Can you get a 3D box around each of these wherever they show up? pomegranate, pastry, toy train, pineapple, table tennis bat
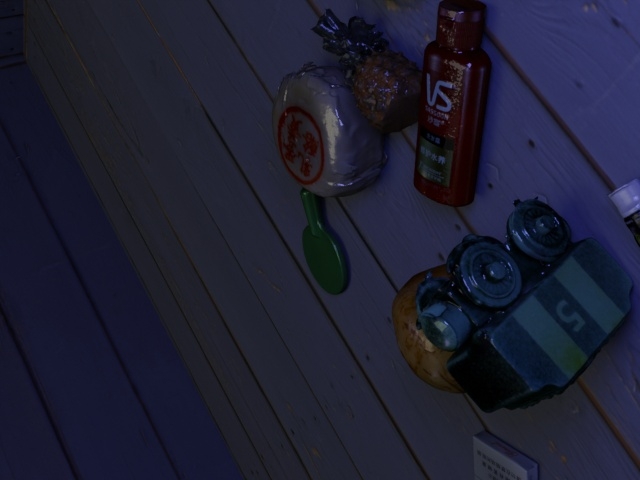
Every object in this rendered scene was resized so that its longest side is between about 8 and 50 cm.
[{"bbox_3d":[0.215,0.126,1.300,0.215,0.215,0.215,37,137,44],"label":"pomegranate"},{"bbox_3d":[0.010,-0.205,1.544,0.264,0.133,0.265,30,128,48],"label":"pastry"},{"bbox_3d":[0.273,0.087,1.130,0.238,0.299,0.167,50,149,7],"label":"toy train"},{"bbox_3d":[0.079,-0.295,1.386,0.248,0.128,0.128,56,148,29],"label":"pineapple"},{"bbox_3d":[0.000,0.000,1.783,0.160,0.039,0.257,21,131,54],"label":"table tennis bat"}]

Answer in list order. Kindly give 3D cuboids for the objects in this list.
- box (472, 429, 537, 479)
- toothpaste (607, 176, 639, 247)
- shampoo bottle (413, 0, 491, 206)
[{"bbox_3d":[0.340,0.482,1.510,0.139,0.035,0.245,27,129,51],"label":"box"},{"bbox_3d":[0.441,0.010,1.048,0.194,0.045,0.071,59,150,6],"label":"toothpaste"},{"bbox_3d":[0.203,-0.208,1.270,0.118,0.076,0.314,41,140,45],"label":"shampoo bottle"}]
